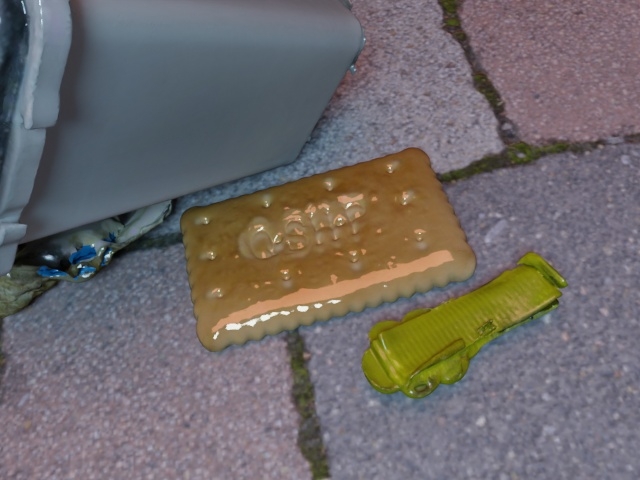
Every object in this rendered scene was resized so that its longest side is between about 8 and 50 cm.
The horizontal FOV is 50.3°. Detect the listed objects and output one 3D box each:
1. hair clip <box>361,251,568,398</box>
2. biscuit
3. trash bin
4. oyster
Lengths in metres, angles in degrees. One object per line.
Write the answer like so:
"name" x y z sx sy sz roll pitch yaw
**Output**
"hair clip" 0.109 0.067 0.540 0.173 0.046 0.072 -29 53 -14
"biscuit" 0.000 0.000 0.615 0.249 0.030 0.160 -15 54 -2
"trash bin" -0.173 -0.138 0.557 0.367 0.296 0.256 -17 58 -45
"oyster" -0.231 -0.047 0.655 0.222 0.083 0.214 -9 60 -18
